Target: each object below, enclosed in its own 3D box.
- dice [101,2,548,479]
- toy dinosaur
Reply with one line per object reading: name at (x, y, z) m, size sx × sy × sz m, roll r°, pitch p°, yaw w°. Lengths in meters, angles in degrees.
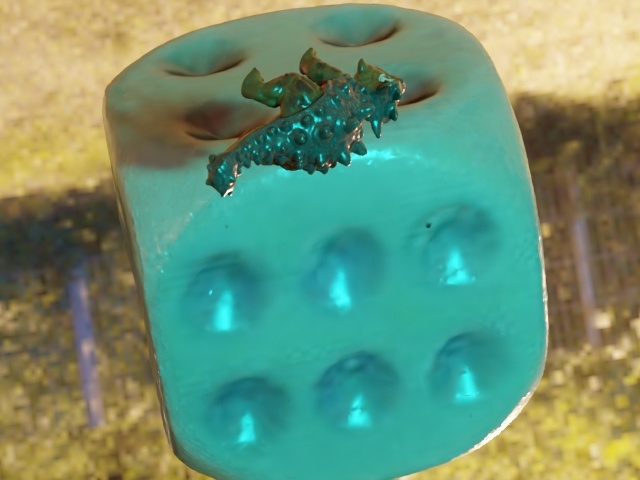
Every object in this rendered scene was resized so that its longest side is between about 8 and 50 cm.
dice at (0.000, 0.000, 1.232) m, size 0.268 × 0.264 × 0.262 m, roll -11°, pitch -152°, yaw -8°
toy dinosaur at (-0.008, -0.054, 0.826) m, size 0.055 × 0.049 × 0.154 m, roll 28°, pitch -145°, yaw 23°
